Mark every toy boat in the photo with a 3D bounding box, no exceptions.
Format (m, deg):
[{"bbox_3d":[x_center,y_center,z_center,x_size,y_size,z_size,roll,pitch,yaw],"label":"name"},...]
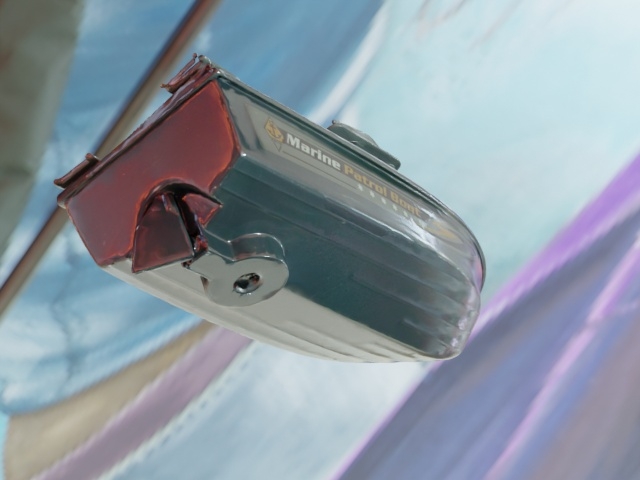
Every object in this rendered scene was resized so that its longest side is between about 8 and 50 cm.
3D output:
[{"bbox_3d":[-0.002,-0.003,0.849,0.296,0.114,0.122,25,36,-50],"label":"toy boat"}]
